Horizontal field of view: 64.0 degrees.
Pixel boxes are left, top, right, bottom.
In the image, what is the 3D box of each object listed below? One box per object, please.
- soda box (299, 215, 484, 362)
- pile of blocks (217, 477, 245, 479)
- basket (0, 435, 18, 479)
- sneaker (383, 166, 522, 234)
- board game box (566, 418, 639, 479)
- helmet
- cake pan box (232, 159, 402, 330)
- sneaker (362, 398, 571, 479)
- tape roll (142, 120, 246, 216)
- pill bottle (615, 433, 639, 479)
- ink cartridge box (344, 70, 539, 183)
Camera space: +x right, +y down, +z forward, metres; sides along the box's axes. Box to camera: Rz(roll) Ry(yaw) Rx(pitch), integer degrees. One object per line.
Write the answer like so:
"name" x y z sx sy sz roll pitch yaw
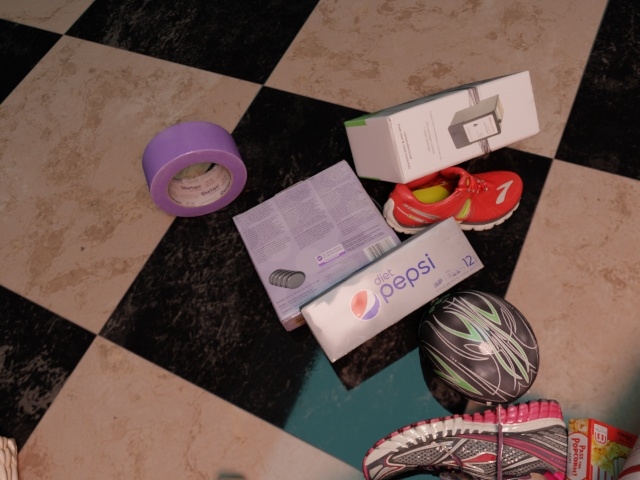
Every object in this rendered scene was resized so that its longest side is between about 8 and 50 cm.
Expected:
"soda box" 0.109 0.075 0.829 0.286 0.091 0.098 -32 89 -6
"pile of blocks" -0.223 0.470 0.737 0.361 0.149 0.112 -24 17 -13
"basket" -0.635 0.463 0.711 0.328 0.266 0.332 -22 59 -2
"sneaker" 0.249 -0.082 0.907 0.278 0.118 0.107 -13 58 -16
"board game box" 0.391 0.351 0.667 0.146 0.045 0.194 21 65 -11
"helmet" 0.237 0.156 0.764 0.169 0.161 0.170 0 91 -15
"cake pan box" 0.000 0.000 0.955 0.266 0.070 0.246 -29 63 -5
"sneaker" 0.207 0.303 0.721 0.298 0.121 0.112 -11 64 3
"tape roll" -0.246 -0.136 1.006 0.188 0.189 0.080 -23 60 -2
"pill bottle" 0.470 0.285 0.562 0.229 0.229 0.407 35 57 25
"ink cartridge box" 0.209 -0.201 0.913 0.272 0.115 0.198 -21 16 -15
